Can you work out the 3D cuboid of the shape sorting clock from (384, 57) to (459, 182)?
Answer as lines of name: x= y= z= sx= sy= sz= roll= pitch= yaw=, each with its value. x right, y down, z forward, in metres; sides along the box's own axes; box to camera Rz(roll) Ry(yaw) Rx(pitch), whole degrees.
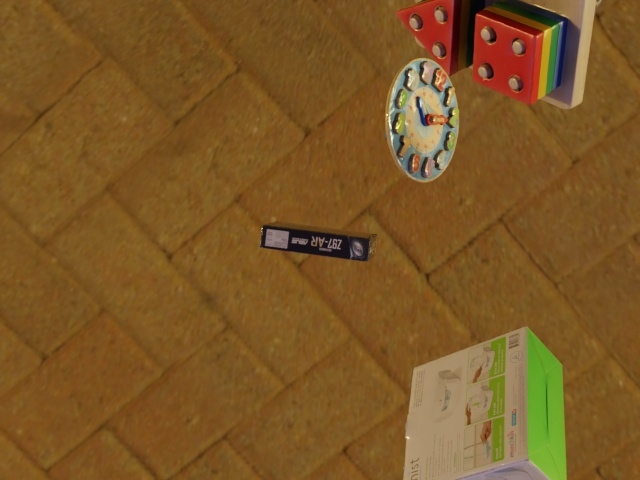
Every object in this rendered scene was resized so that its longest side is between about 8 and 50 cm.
shape sorting clock: x=0.173 y=-0.199 z=1.791 sx=0.040 sy=0.206 sz=0.206 roll=-1 pitch=114 yaw=39

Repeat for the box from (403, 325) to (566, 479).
box: x=0.263 y=0.302 z=1.741 sx=0.231 sy=0.262 sz=0.127 roll=-26 pitch=125 yaw=30

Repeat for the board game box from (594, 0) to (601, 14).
board game box: x=0.303 y=-0.407 z=1.435 sx=0.208 sy=0.056 sz=0.347 roll=35 pitch=139 yaw=15

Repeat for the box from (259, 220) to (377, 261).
box: x=0.000 y=0.000 z=0.831 sx=0.083 sy=0.067 sz=0.018 roll=7 pitch=94 yaw=6

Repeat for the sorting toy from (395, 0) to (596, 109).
sorting toy: x=0.193 y=-0.300 z=1.273 sx=0.255 sy=0.089 sz=0.257 roll=32 pitch=139 yaw=37
